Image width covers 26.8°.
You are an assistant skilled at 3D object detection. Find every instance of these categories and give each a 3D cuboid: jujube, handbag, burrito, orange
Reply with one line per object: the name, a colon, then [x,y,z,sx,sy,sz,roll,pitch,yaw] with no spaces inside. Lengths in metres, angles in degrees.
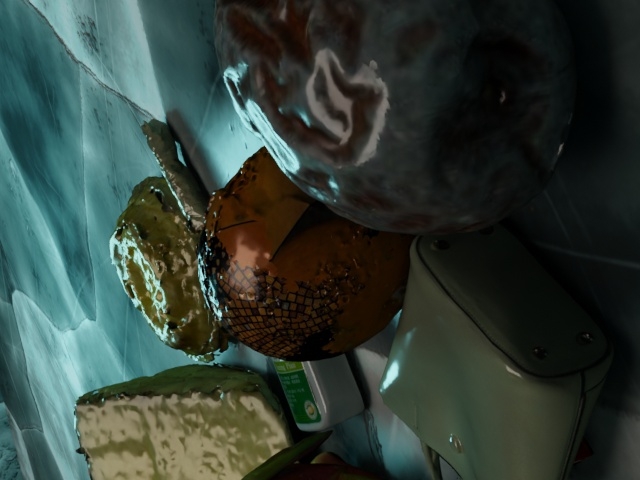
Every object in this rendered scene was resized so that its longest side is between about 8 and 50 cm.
jujube: [0.041,-0.141,1.012,0.308,0.215,0.247,34,138,54]
handbag: [0.126,0.153,1.155,0.241,0.109,0.315,53,143,38]
burrito: [-0.184,-0.084,1.764,0.185,0.041,0.045,61,-163,16]
orange: [0.000,0.000,1.207,0.182,0.234,0.234,30,143,15]

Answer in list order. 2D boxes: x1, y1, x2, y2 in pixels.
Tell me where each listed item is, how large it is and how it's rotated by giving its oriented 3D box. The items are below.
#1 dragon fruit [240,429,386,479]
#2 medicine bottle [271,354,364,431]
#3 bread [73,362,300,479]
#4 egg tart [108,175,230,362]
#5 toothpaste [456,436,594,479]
dragon fruit: [0.029,0.362,1.511,0.290,0.189,0.291,40,146,35]
medicine bottle: [-0.018,0.123,1.538,0.119,0.069,0.183,-19,90,69]
bread: [-0.176,0.302,1.794,0.315,0.279,0.248,168,89,-78]
egg tart: [-0.217,0.046,1.870,0.279,0.095,0.279,46,147,44]
toothpaste: [0.179,0.193,1.210,0.071,0.045,0.193,61,149,16]
